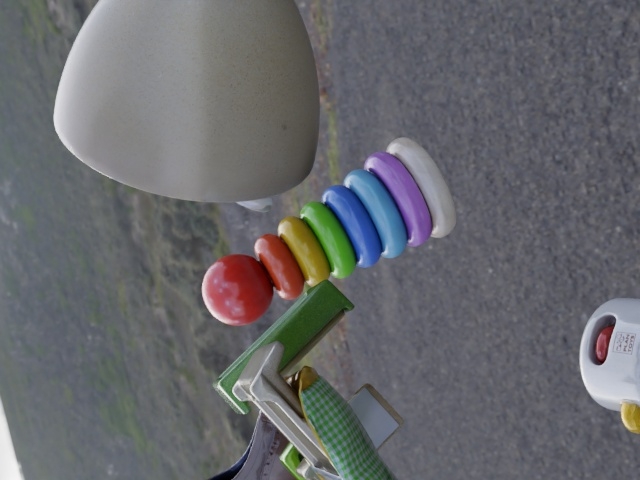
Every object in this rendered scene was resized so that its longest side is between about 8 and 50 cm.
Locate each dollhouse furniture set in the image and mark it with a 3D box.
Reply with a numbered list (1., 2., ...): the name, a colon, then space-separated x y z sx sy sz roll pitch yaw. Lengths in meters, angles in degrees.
1. dollhouse furniture set: 0.031 0.148 0.816 0.197 0.151 0.301 48 165 -1

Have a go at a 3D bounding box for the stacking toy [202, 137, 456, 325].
1. stacking toy: 0.000 0.000 1.133 0.141 0.330 0.141 60 171 16

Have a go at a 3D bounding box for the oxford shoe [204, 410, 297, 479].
1. oxford shoe: -0.131 0.376 1.125 0.133 0.363 0.130 37 175 -4

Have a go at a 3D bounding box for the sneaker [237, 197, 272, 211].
1. sneaker: -0.114 -0.100 1.227 0.152 0.054 0.061 48 116 21

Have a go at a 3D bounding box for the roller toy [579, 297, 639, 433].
1. roller toy: 0.536 0.194 1.472 0.146 0.209 0.191 1 115 55

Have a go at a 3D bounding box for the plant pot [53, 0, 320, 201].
1. plant pot: -0.124 -0.195 0.927 0.284 0.284 0.190 -119 36 -48
